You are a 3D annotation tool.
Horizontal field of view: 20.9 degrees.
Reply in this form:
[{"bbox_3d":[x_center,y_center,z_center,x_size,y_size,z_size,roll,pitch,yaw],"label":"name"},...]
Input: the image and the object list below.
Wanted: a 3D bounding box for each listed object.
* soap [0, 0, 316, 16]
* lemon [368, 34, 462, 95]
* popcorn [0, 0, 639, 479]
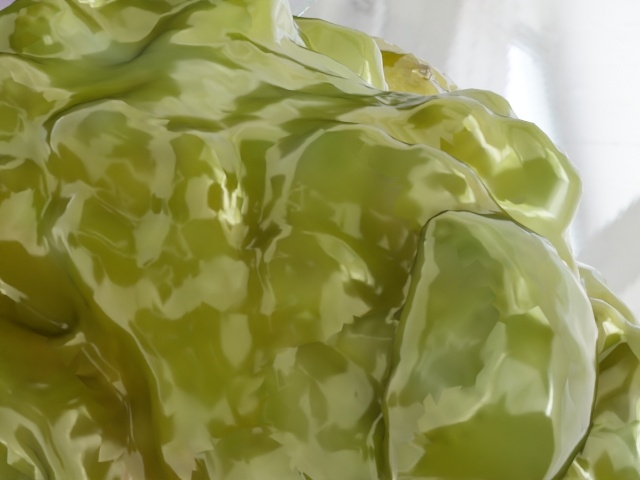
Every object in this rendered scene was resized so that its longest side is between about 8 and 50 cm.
[{"bbox_3d":[-0.110,-0.206,0.763,0.156,0.446,0.261,27,-61,23],"label":"soap"},{"bbox_3d":[0.000,0.000,0.812,0.178,0.178,0.203,46,-57,36],"label":"lemon"},{"bbox_3d":[-0.017,0.058,0.499,0.250,0.235,0.242,29,-47,41],"label":"popcorn"}]
